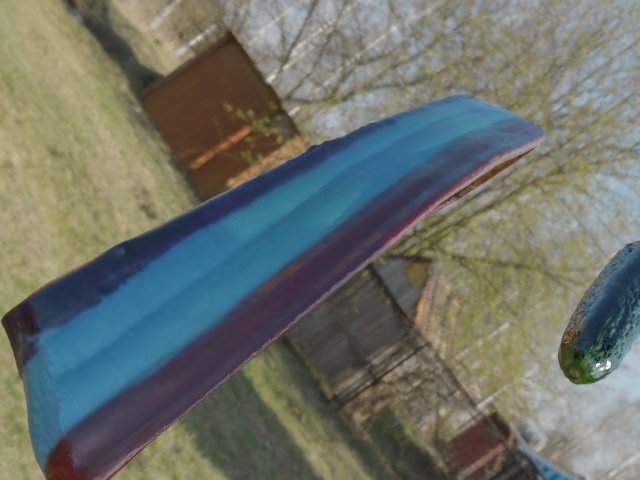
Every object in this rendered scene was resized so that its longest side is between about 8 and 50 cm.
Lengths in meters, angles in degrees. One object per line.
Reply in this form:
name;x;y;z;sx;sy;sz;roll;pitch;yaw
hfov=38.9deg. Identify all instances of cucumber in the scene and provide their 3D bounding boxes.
cucumber;0.309;0.075;0.955;0.074;0.074;0.241;53;42;2

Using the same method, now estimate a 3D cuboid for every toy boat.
toy boat;0.000;0.000;0.471;0.392;0.136;0.079;-30;84;-48
